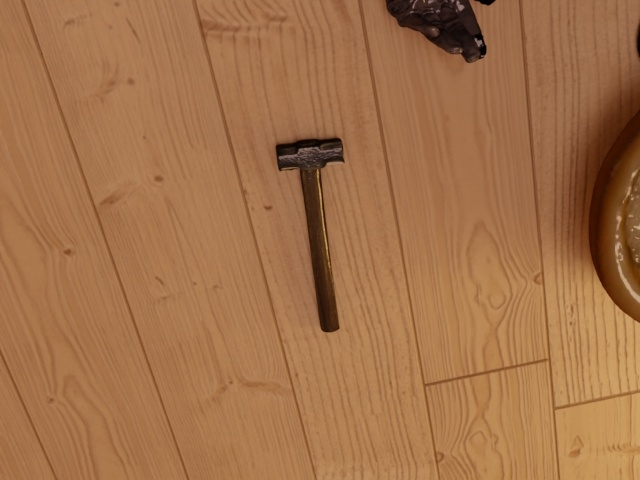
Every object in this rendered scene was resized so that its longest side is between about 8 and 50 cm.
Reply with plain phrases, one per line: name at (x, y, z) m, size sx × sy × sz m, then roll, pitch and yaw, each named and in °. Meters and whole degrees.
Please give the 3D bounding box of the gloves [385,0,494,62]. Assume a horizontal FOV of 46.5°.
gloves at (0.155, -0.382, 1.097) m, size 0.142 × 0.119 × 0.285 m, roll -35°, pitch 98°, yaw 22°

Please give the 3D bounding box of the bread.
bread at (0.620, -0.058, 1.192) m, size 0.328 × 0.245 × 0.424 m, roll 17°, pitch 115°, yaw 30°

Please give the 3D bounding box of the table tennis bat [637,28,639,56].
table tennis bat at (0.609, -0.363, 1.179) m, size 0.150 × 0.027 × 0.236 m, roll 27°, pitch 115°, yaw -15°

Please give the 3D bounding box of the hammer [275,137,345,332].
hammer at (0.000, 0.000, 1.294) m, size 0.111 × 0.043 × 0.366 m, roll -8°, pitch 116°, yaw -3°
